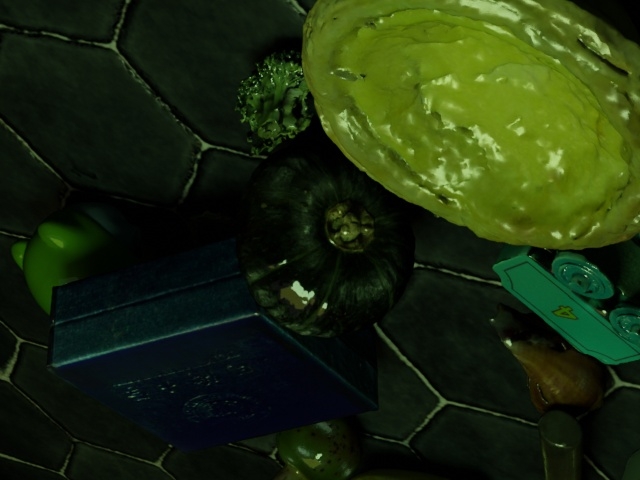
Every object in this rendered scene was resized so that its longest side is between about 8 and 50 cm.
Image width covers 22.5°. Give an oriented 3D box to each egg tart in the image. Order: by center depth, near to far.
[{"bbox_3d":[0.155,-0.129,1.343,0.345,0.132,0.345,20,146,14],"label":"egg tart"}]

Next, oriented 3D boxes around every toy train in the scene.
[{"bbox_3d":[0.265,0.034,1.518,0.198,0.107,0.154,40,153,-17],"label":"toy train"}]

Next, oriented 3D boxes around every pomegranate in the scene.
[{"bbox_3d":[-0.015,0.270,2.005,0.114,0.142,0.114,37,161,15],"label":"pomegranate"}]

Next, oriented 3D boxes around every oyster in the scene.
[{"bbox_3d":[-0.068,0.017,1.775,0.177,0.056,0.105,21,148,0],"label":"oyster"}]

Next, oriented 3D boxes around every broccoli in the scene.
[{"bbox_3d":[-0.040,-0.131,1.524,0.097,0.092,0.095,-19,131,13],"label":"broccoli"}]

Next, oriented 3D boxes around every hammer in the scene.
[{"bbox_3d":[0.272,0.285,1.828,0.168,0.044,0.440,15,158,17],"label":"hammer"}]

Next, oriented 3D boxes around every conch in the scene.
[{"bbox_3d":[0.248,0.127,1.667,0.080,0.086,0.232,7,143,29],"label":"conch"}]

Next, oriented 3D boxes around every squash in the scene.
[{"bbox_3d":[0.002,-0.002,1.576,0.156,0.193,0.193,9,145,52],"label":"squash"}]

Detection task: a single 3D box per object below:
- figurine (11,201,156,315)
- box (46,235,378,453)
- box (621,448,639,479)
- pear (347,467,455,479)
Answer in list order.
[{"bbox_3d":[-0.226,0.051,1.872,0.263,0.143,0.162,30,154,-22],"label":"figurine"},{"bbox_3d":[-0.112,0.120,1.764,0.261,0.116,0.279,-15,147,24],"label":"box"},{"bbox_3d":[0.375,0.341,1.740,0.129,0.225,0.086,31,147,-4],"label":"box"},{"bbox_3d":[0.098,0.367,2.041,0.178,0.267,0.267,43,160,37],"label":"pear"}]
